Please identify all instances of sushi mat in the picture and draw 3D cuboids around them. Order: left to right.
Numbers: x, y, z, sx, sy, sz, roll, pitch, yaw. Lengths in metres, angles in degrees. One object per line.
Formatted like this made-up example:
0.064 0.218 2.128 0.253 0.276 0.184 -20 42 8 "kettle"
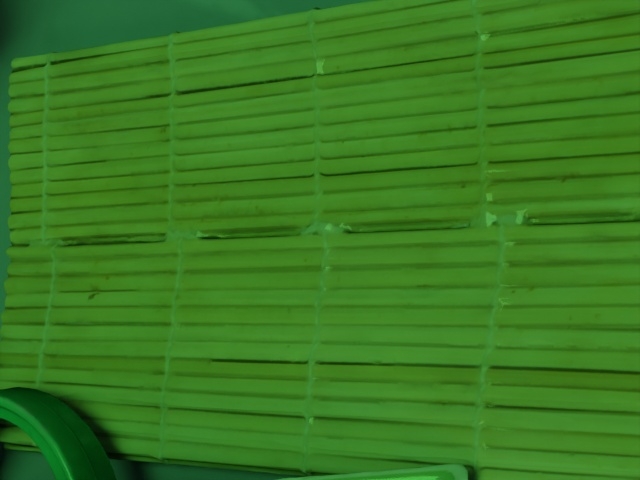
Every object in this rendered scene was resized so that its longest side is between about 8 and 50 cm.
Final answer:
0.000 0.000 0.531 0.316 0.019 0.151 -2 81 41 "sushi mat"

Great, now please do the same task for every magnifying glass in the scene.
-0.156 0.102 0.637 0.231 0.026 0.092 -5 92 45 "magnifying glass"

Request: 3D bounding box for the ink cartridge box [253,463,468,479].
-0.061 0.159 0.511 0.235 0.056 0.171 -6 83 11 "ink cartridge box"
